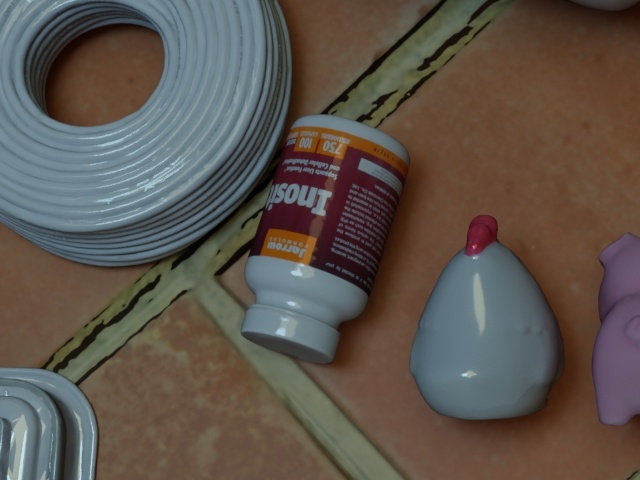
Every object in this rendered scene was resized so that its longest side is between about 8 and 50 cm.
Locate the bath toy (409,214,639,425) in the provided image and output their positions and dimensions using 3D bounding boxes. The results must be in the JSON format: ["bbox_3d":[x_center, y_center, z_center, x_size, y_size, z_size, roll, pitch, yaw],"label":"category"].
[{"bbox_3d":[0.227,0.046,0.956,0.348,0.151,0.129,0,93,17],"label":"bath toy"}]

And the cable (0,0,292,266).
[{"bbox_3d":[-0.147,-0.115,1.087,0.257,0.089,0.257,-36,71,-3],"label":"cable"}]

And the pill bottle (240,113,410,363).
[{"bbox_3d":[0.000,0.000,1.030,0.086,0.086,0.152,14,76,13],"label":"pill bottle"}]

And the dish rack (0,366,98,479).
[{"bbox_3d":[-0.325,0.214,1.030,0.333,0.072,0.285,1,73,8],"label":"dish rack"}]

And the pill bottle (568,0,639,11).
[{"bbox_3d":[0.145,-0.271,1.027,0.361,0.204,0.204,20,78,14],"label":"pill bottle"}]
